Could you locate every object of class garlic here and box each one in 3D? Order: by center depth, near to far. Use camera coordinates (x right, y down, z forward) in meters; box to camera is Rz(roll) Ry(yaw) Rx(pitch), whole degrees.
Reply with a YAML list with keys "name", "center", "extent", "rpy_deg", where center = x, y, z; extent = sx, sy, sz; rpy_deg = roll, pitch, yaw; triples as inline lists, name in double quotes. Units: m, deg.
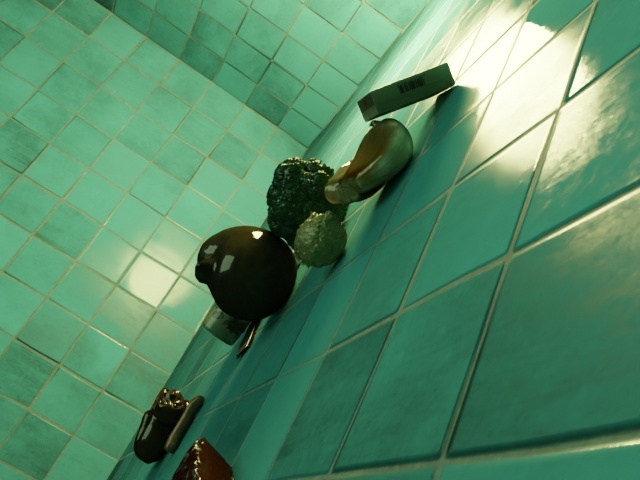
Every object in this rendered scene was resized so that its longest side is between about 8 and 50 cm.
- name: "garlic"
  center: [0.130, -0.180, 1.528]
  extent: [0.217, 0.110, 0.227]
  rpy_deg: [-20, 37, 58]

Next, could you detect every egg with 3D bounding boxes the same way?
- name: "egg"
  center: [0.000, 0.000, 1.524]
  extent: [0.140, 0.118, 0.116]
  rpy_deg: [-39, 9, 22]

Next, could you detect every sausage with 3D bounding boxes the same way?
- name: "sausage"
  center: [-0.406, 0.544, 1.978]
  extent: [0.186, 0.043, 0.043]
  rpy_deg: [-60, 10, -23]

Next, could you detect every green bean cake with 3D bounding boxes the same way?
- name: "green bean cake"
  center: [-0.212, 0.448, 1.129]
  extent: [0.198, 0.097, 0.233]
  rpy_deg: [-59, 9, -19]

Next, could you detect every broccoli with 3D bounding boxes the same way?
- name: "broccoli"
  center: [-0.030, -0.109, 1.794]
  extent: [0.270, 0.270, 0.270]
  rpy_deg: [-22, -19, -46]

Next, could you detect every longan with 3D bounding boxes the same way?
- name: "longan"
  center: [-0.206, 0.087, 1.817]
  extent: [0.300, 0.301, 0.243]
  rpy_deg: [-85, 7, -71]

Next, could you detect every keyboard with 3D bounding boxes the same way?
- name: "keyboard"
  center: [-0.206, 0.270, 1.968]
  extent: [0.074, 0.015, 0.196]
  rpy_deg: [-51, 11, 28]

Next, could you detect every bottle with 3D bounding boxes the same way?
- name: "bottle"
  center: [-0.239, 0.187, 2.018]
  extent: [0.253, 0.120, 0.120]
  rpy_deg: [-54, 9, -6]

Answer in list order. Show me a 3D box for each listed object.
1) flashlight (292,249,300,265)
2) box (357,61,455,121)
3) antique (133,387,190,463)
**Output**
- name: "flashlight"
  center: [-0.104, 0.069, 2.036]
  extent: [0.093, 0.048, 0.200]
  rpy_deg: [-61, 10, -19]
- name: "box"
  center: [0.199, -0.348, 1.570]
  extent: [0.201, 0.058, 0.141]
  rpy_deg: [-23, 5, -10]
- name: "antique"
  center: [-0.504, 0.584, 2.098]
  extent: [0.256, 0.121, 0.143]
  rpy_deg: [-56, 12, 9]
